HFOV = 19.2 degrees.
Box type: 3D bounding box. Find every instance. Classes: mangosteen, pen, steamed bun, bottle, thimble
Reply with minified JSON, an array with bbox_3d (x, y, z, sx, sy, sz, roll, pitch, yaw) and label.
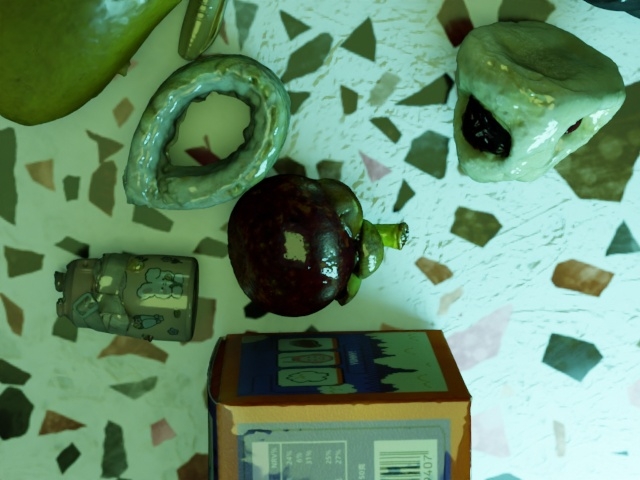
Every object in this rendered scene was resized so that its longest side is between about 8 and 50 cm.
[{"bbox_3d":[-0.010,-0.006,1.943,0.181,0.156,0.146,-32,72,-25],"label":"mangosteen"},{"bbox_3d":[-0.097,-0.294,1.935,0.040,0.032,0.233,19,98,-2],"label":"pen"},{"bbox_3d":[0.205,-0.126,1.925,0.141,0.172,0.155,45,127,29],"label":"steamed bun"},{"bbox_3d":[-0.204,0.058,1.959,0.152,0.099,0.099,5,99,-1],"label":"bottle"},{"bbox_3d":[-0.117,-0.104,1.909,0.190,0.143,0.137,-42,99,4],"label":"thimble"}]

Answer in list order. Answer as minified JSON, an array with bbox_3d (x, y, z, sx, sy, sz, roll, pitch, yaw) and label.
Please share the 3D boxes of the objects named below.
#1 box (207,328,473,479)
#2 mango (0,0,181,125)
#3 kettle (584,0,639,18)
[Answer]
[{"bbox_3d":[0.014,0.287,1.891,0.256,0.318,0.349,-1,100,-2],"label":"box"},{"bbox_3d":[-0.230,-0.322,1.840,0.301,0.220,0.445,15,109,-16],"label":"mango"},{"bbox_3d":[0.352,-0.350,1.864,0.268,0.207,0.290,22,95,-45],"label":"kettle"}]
